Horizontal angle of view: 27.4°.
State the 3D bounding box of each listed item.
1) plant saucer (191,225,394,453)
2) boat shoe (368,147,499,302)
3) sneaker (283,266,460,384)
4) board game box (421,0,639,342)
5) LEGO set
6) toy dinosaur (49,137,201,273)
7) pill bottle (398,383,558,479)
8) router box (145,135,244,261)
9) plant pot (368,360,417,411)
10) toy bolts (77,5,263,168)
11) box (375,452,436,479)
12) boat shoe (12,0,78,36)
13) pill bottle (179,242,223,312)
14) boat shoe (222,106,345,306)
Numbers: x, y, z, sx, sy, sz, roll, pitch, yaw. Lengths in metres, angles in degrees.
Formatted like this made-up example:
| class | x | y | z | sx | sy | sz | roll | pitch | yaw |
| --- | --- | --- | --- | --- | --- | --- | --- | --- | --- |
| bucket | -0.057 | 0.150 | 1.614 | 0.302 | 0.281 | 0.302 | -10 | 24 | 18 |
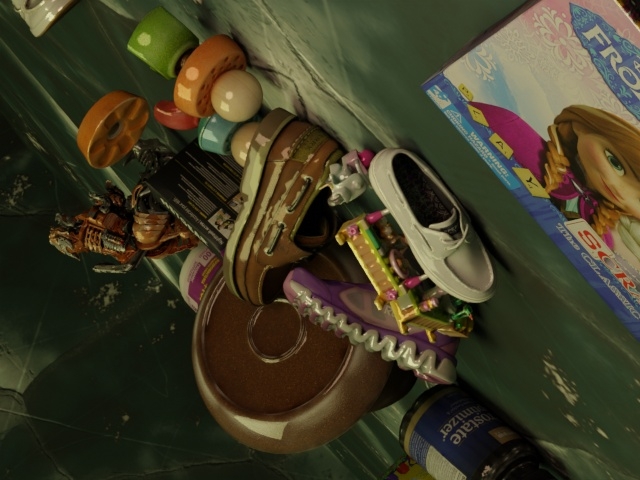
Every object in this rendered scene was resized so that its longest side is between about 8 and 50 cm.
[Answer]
| class | x | y | z | sx | sy | sz | roll | pitch | yaw |
| --- | --- | --- | --- | --- | --- | --- | --- | --- | --- |
| plant saucer | -0.047 | 0.118 | 1.697 | 0.310 | 0.310 | 0.050 | 40 | -173 | 32 |
| boat shoe | 0.119 | -0.016 | 1.296 | 0.184 | 0.066 | 0.063 | 59 | 168 | -4 |
| sneaker | 0.072 | 0.081 | 1.568 | 0.236 | 0.104 | 0.095 | 27 | 171 | -6 |
| board game box | 0.229 | -0.029 | 0.835 | 0.319 | 0.066 | 0.318 | 48 | 168 | -3 |
| LEGO set | 0.118 | 0.024 | 1.415 | 0.287 | 0.107 | 0.132 | 50 | -156 | -31 |
| toy dinosaur | -0.282 | -0.038 | 2.179 | 0.322 | 0.218 | 0.164 | 9 | 150 | -7 |
| pill bottle | 0.219 | 0.301 | 1.792 | 0.219 | 0.123 | 0.123 | 37 | 164 | 39 |
| router box | -0.145 | -0.068 | 1.874 | 0.179 | 0.133 | 0.046 | 42 | 166 | 29 |
| plant pot | 0.046 | 0.153 | 1.805 | 0.215 | 0.215 | 0.230 | 41 | -176 | 29 |
| toy bolts | -0.150 | -0.137 | 1.571 | 0.158 | 0.218 | 0.228 | 37 | -176 | 18 |
| box | 0.194 | 0.457 | 1.973 | 0.177 | 0.290 | 0.279 | 52 | 168 | -21 |
| boat shoe | -0.429 | -0.374 | 1.986 | 0.096 | 0.098 | 0.277 | 51 | 169 | -19 |
| pill bottle | -0.090 | 0.114 | 2.173 | 0.301 | 0.169 | 0.169 | 37 | 164 | 40 |
| boat shoe | -0.041 | -0.013 | 1.564 | 0.104 | 0.111 | 0.307 | 28 | 142 | 15 |
